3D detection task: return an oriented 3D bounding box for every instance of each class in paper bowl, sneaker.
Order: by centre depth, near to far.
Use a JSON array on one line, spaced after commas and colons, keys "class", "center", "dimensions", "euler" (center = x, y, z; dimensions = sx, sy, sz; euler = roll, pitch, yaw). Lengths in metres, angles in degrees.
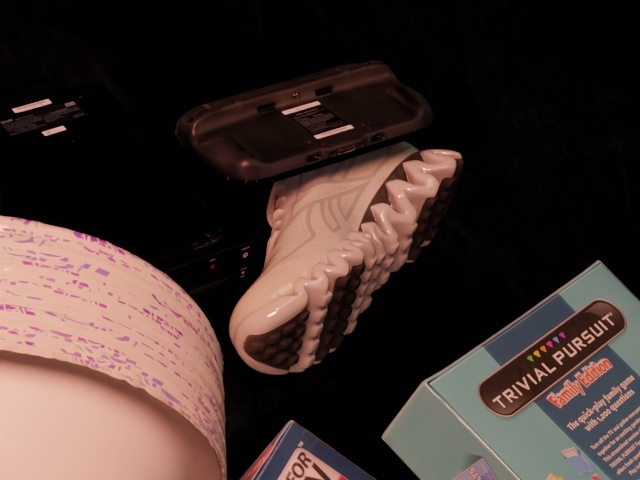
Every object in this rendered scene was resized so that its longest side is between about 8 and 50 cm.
[{"class": "paper bowl", "center": [-0.192, 0.124, 0.891], "dimensions": [0.284, 0.284, 0.148], "euler": [15, 47, -23]}, {"class": "sneaker", "center": [0.000, 0.000, 1.275], "dimensions": [0.118, 0.110, 0.292], "euler": [30, 39, 13]}]

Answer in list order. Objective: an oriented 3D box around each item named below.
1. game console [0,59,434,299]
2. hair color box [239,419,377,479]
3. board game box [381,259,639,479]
[{"class": "game console", "center": [-0.067, -0.059, 1.230], "dimensions": [0.361, 0.044, 0.213], "euler": [-20, 48, -30]}, {"class": "hair color box", "center": [0.067, 0.281, 1.007], "dimensions": [0.347, 0.174, 0.105], "euler": [36, 42, -2]}, {"class": "board game box", "center": [0.249, 0.198, 1.257], "dimensions": [0.336, 0.079, 0.254], "euler": [46, 43, 15]}]
